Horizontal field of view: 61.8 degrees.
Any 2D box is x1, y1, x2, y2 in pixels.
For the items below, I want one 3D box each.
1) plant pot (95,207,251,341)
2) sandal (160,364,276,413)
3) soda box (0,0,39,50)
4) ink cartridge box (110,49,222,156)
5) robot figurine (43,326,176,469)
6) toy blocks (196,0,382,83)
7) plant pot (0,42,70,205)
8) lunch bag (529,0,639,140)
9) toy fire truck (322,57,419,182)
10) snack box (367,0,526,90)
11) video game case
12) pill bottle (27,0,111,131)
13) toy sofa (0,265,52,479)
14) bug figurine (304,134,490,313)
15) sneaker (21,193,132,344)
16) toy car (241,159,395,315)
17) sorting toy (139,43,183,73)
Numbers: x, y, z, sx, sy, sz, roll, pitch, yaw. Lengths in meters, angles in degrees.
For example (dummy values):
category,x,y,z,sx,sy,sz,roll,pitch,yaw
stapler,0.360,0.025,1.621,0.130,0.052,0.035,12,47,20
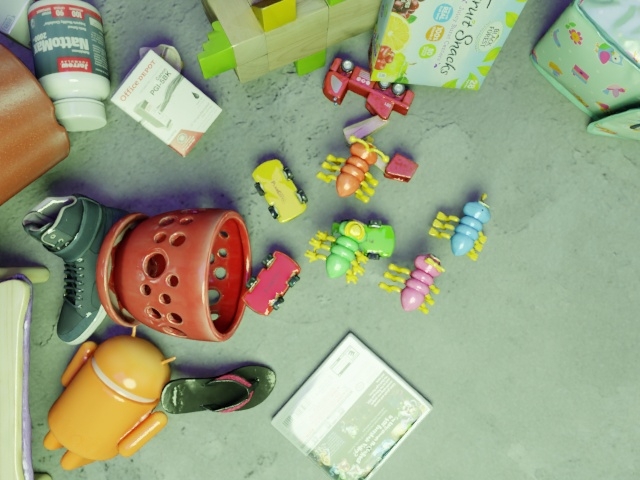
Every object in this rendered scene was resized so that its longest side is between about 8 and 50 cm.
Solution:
category,x,y,z,sx,sy,sz,roll,pitch,yaw
plant pot,-0.208,0.045,0.779,0.174,0.191,0.190,3,88,13
sandal,-0.145,0.229,0.798,0.179,0.040,0.067,-1,88,-31
soda box,-0.453,-0.422,0.861,0.069,0.074,0.216,31,90,4
ink cartridge box,-0.237,-0.209,0.821,0.135,0.056,0.099,38,91,-26
robot figurine,-0.312,0.236,0.804,0.128,0.158,0.219,37,90,-34
toy blocks,-0.046,-0.418,0.800,0.382,0.190,0.260,-25,78,-8
plant pot,-0.523,-0.134,0.739,0.272,0.272,0.265,44,59,4
lunch bag,0.442,-0.234,0.729,0.160,0.223,0.262,-42,88,7
toy fire truck,0.079,-0.186,0.835,0.192,0.047,0.135,26,89,3
snack box,0.173,-0.312,0.740,0.175,0.207,0.070,3,61,-9
video game case,0.048,0.271,0.835,0.173,0.022,0.190,42,90,4
pill bottle,-0.388,-0.269,0.836,0.108,0.108,0.180,-9,88,3
toy sofa,-0.474,0.221,0.800,0.177,0.150,0.362,-3,87,6
bug figurine,0.114,-0.017,0.770,0.279,0.072,0.216,26,81,-6
sneaker,-0.377,0.039,0.790,0.086,0.163,0.226,21,85,32
toy car,0.000,0.000,0.828,0.225,0.053,0.238,3,84,1
sorting toy,-0.269,-0.277,0.864,0.075,0.045,0.083,24,99,16
